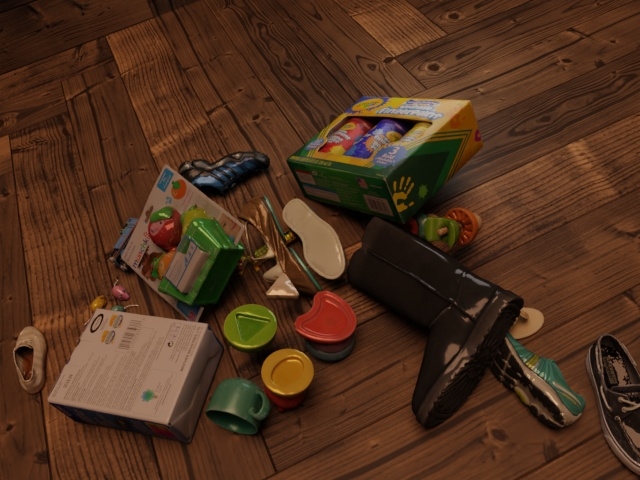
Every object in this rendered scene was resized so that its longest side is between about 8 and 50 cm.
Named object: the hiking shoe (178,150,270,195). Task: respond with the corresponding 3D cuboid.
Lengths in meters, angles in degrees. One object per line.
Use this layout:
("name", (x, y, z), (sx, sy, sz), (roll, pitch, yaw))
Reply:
("hiking shoe", (-0.311, -0.211, 1.861), (0.304, 0.113, 0.131), (-12, 81, -6))

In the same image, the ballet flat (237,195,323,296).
("ballet flat", (-0.126, 0.037, 1.555), (0.124, 0.116, 0.342), (-31, 81, -4))

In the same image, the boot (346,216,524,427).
("boot", (0.212, 0.179, 1.382), (0.445, 0.146, 0.367), (35, 90, 40))

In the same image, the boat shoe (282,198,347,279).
("boat shoe", (0.000, 0.000, 1.605), (0.116, 0.099, 0.319), (-45, 50, 10))

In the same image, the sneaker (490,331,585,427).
("sneaker", (0.484, 0.302, 1.290), (0.110, 0.107, 0.275), (-19, 54, -27))

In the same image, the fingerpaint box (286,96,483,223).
("fingerpaint box", (0.178, -0.262, 1.655), (0.371, 0.163, 0.445), (-42, 35, -21))

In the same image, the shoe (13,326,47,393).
("shoe", (-0.802, 0.318, 1.545), (0.077, 0.058, 0.219), (-24, 51, -8))

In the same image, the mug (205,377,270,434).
("mug", (-0.180, 0.387, 1.319), (0.158, 0.129, 0.097), (9, 52, 14))

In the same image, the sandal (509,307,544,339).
("sandal", (0.436, 0.194, 1.380), (0.240, 0.079, 0.088), (-8, 51, 5))

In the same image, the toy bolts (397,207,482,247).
("toy bolts", (0.322, 0.001, 1.538), (0.159, 0.218, 0.229), (-13, 25, -37))

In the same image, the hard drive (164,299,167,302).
("hard drive", (-0.410, 0.116, 1.650), (0.094, 0.022, 0.135), (-9, 50, 4))

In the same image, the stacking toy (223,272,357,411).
("stacking toy", (-0.077, 0.254, 1.412), (0.280, 0.130, 0.309), (32, 53, 26))

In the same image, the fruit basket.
("fruit basket", (-0.396, 0.009, 1.538), (0.353, 0.165, 0.326), (36, 105, 21))

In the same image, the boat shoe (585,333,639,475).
("boat shoe", (0.659, 0.343, 1.200), (0.108, 0.102, 0.301), (-5, 51, 7))

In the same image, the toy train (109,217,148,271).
("toy train", (-0.584, 0.013, 1.738), (0.105, 0.080, 0.184), (5, 55, 27))

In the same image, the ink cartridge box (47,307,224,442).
("ink cartridge box", (-0.483, 0.329, 1.413), (0.396, 0.151, 0.269), (6, 53, 14))

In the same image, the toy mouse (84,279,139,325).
("toy mouse", (-0.600, 0.180, 1.632), (0.143, 0.031, 0.160), (4, 53, 15))

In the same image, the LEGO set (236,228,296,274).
("LEGO set", (-0.218, 0.015, 1.638), (0.287, 0.107, 0.132), (-7, 51, 6))
